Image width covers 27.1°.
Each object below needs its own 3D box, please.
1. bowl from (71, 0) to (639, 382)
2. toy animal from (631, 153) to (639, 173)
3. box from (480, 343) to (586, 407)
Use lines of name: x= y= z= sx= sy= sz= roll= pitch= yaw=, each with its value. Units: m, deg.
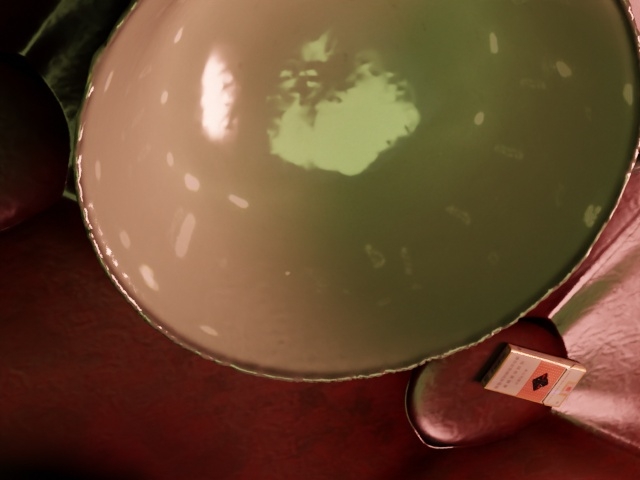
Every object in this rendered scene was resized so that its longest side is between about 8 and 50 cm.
bowl: x=0.013 y=-0.087 z=0.822 sx=0.337 sy=0.157 sz=0.337 roll=-6 pitch=125 yaw=-9
toy animal: x=0.357 y=-0.043 z=1.005 sx=0.270 sy=0.137 sz=0.082 roll=20 pitch=130 yaw=16
box: x=0.182 y=0.116 z=1.134 sx=0.083 sy=0.012 sz=0.046 roll=17 pitch=117 yaw=-28
